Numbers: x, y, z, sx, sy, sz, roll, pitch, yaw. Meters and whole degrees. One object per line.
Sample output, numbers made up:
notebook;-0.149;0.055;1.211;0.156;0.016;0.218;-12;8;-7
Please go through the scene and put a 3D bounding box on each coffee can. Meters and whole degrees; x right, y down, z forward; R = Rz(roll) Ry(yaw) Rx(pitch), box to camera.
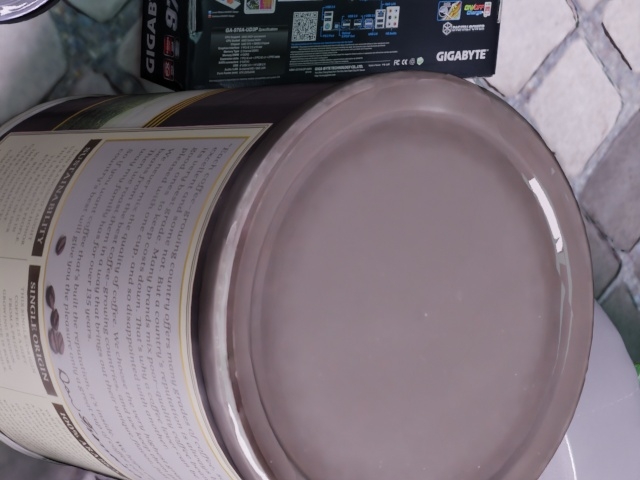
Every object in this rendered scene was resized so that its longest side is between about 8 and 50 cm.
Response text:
coffee can;-0.040;0.026;0.834;0.202;0.275;0.201;-2;93;-36

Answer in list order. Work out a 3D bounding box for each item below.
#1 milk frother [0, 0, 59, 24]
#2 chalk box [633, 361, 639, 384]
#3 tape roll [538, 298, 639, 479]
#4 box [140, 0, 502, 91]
milk frother;-0.176;-0.116;0.796;0.129;0.135;0.143;13;95;-8
chalk box;0.152;0.176;1.146;0.132;0.132;0.213;30;86;-40
tape roll;0.082;0.107;1.010;0.072;0.219;0.219;-21;117;-41
box;0.010;-0.173;0.973;0.220;0.051;0.175;-8;110;-35
